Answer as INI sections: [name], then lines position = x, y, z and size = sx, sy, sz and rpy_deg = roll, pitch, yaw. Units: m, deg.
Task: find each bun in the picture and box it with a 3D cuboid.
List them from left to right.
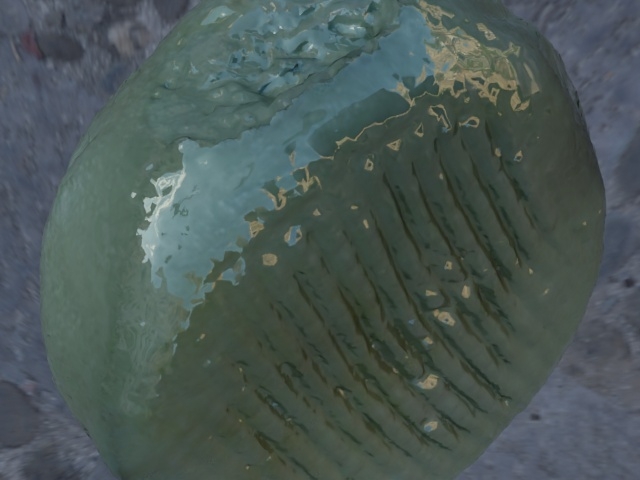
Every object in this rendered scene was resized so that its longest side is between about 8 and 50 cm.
[bun]
position = -0.001, -0.001, 0.519
size = 0.221, 0.221, 0.108
rpy_deg = -42, 52, -8
